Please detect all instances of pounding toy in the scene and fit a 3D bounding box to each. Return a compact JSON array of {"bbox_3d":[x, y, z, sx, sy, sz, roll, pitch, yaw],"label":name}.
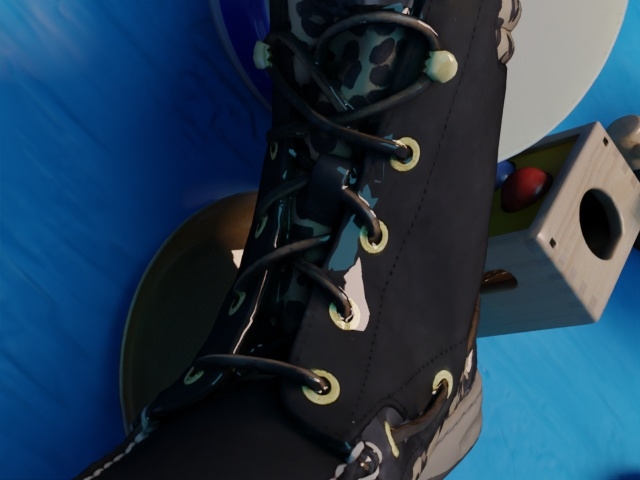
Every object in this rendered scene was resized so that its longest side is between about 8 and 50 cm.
[{"bbox_3d":[0.185,-0.040,0.730,0.094,0.181,0.206,50,53,-21],"label":"pounding toy"}]

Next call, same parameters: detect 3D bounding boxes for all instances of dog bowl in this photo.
[{"bbox_3d":[0.065,-0.178,0.634,0.264,0.104,0.265,-7,107,-22],"label":"dog bowl"}]

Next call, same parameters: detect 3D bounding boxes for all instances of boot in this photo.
[{"bbox_3d":[0.000,0.000,0.446,0.377,0.138,0.284,-17,114,-61],"label":"boot"}]

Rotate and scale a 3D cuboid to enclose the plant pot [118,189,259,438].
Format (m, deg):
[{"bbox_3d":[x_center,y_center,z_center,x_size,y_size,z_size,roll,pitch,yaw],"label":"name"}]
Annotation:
[{"bbox_3d":[-0.027,0.087,0.620,0.236,0.032,0.236,11,73,-38],"label":"plant pot"}]

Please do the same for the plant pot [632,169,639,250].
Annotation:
[{"bbox_3d":[0.382,-0.057,0.870,0.215,0.230,0.215,11,73,-39],"label":"plant pot"}]
